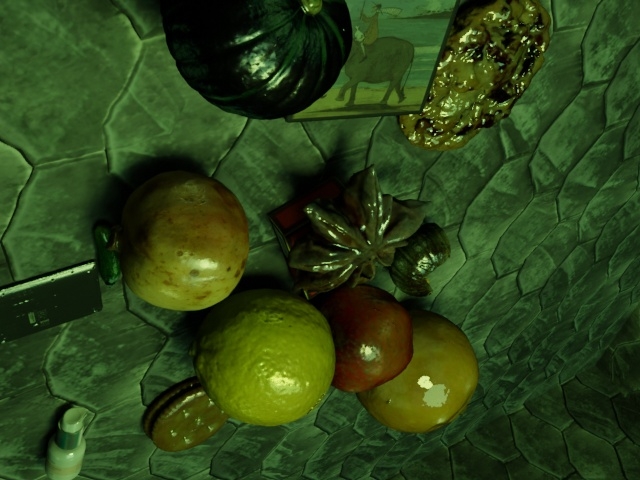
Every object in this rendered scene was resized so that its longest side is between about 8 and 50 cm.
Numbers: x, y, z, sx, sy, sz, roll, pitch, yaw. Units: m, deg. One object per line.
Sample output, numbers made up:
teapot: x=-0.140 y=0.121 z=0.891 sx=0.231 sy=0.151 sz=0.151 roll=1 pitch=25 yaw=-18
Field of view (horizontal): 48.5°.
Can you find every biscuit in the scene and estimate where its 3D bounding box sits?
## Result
biscuit: x=0.292 y=-0.296 z=1.305 sx=0.289 sy=0.081 sz=0.334 roll=2 pitch=132 yaw=-42
biscuit: x=-0.290 y=0.389 z=1.610 sx=0.220 sy=0.066 sz=0.220 roll=-26 pitch=143 yaw=-21

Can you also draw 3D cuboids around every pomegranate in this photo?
pomegranate: x=-0.217 y=-0.002 z=1.087 sx=0.215 sy=0.215 sz=0.215 roll=-24 pitch=144 yaw=-19

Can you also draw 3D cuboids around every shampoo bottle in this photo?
shampoo bottle: x=-0.507 y=0.408 z=1.423 sx=0.074 sy=0.074 sz=0.192 roll=-9 pitch=138 yaw=-35

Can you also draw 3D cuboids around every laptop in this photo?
laptop: x=-0.449 y=0.102 z=1.163 sx=0.180 sy=0.016 sz=0.129 roll=-20 pitch=143 yaw=-27

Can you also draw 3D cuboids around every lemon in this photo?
lemon: x=-0.107 y=0.226 z=1.394 sx=0.293 sy=0.293 sz=0.293 roll=-24 pitch=144 yaw=-19

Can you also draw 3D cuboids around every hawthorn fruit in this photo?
hawthorn fruit: x=0.107 y=0.200 z=1.587 sx=0.300 sy=0.254 sz=0.254 roll=-14 pitch=140 yaw=-36

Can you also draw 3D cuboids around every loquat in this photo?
loquat: x=0.242 y=0.332 z=1.806 sx=0.328 sy=0.328 sz=0.328 roll=-24 pitch=144 yaw=-19

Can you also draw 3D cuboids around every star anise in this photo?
star anise: x=0.068 y=-0.017 z=1.293 sx=0.315 sy=0.108 sz=0.315 roll=-23 pitch=139 yaw=-21

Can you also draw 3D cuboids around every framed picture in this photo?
framed picture: x=0.090 y=-0.331 z=1.094 sx=0.265 sy=0.016 sz=0.347 roll=-7 pitch=137 yaw=-22

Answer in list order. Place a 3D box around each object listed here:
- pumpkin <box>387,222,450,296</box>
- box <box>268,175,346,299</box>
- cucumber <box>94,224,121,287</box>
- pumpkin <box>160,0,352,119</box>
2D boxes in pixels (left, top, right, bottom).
pumpkin: x=0.208 y=0.052 z=1.610 sx=0.108 sy=0.119 sz=0.183 roll=-14 pitch=135 yaw=-33
box: x=0.001 y=0.000 z=1.399 sx=0.153 sy=0.074 sz=0.239 roll=-35 pitch=147 yaw=-12
cucumber: x=-0.342 y=0.030 z=1.156 sx=0.037 sy=0.037 sz=0.155 roll=-19 pitch=143 yaw=-25
pumpkin: x=-0.099 y=-0.266 z=0.882 sx=0.248 sy=0.248 sz=0.248 roll=-24 pitch=144 yaw=-19
